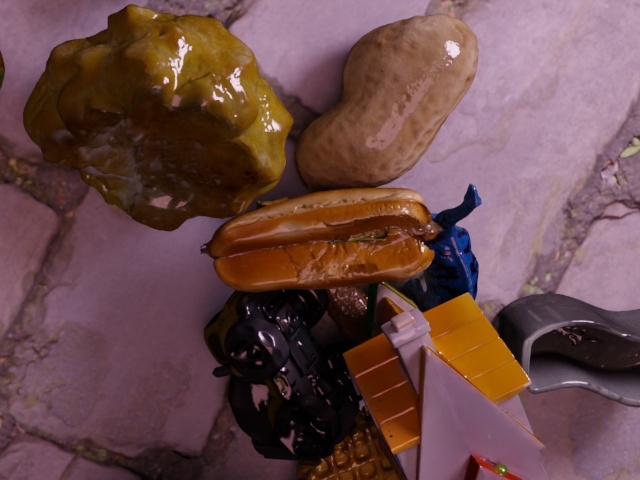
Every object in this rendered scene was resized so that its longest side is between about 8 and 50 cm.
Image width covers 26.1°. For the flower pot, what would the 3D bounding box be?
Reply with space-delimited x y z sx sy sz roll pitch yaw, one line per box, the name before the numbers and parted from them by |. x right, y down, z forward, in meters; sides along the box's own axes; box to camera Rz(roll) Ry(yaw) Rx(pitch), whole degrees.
flower pot | 0.334 0.132 1.687 0.229 0.108 0.103 8 105 -14

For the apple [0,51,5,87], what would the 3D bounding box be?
apple | -0.412 -0.158 1.421 0.146 0.163 0.147 20 124 -5

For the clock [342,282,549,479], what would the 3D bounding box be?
clock | 0.140 0.187 1.517 0.166 0.235 0.309 -27 112 -4

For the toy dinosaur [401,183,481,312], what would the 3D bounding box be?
toy dinosaur | 0.145 0.028 1.604 0.076 0.144 0.329 -20 134 -18

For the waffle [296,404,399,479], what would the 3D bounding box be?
waffle | 0.064 0.295 1.699 0.197 0.070 0.193 15 103 -19

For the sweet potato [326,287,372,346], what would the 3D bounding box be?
sweet potato | 0.040 0.085 1.629 0.206 0.068 0.060 49 68 -16

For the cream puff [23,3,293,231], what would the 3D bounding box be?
cream puff | -0.167 -0.142 1.465 0.282 0.185 0.282 1 146 0

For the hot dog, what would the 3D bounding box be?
hot dog | 0.000 0.000 1.508 0.269 0.072 0.109 -5 100 2

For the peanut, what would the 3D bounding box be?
peanut | 0.071 -0.147 1.535 0.253 0.137 0.122 -55 152 8

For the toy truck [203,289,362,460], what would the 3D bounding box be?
toy truck | -0.055 0.150 1.592 0.165 0.147 0.224 -16 113 37
